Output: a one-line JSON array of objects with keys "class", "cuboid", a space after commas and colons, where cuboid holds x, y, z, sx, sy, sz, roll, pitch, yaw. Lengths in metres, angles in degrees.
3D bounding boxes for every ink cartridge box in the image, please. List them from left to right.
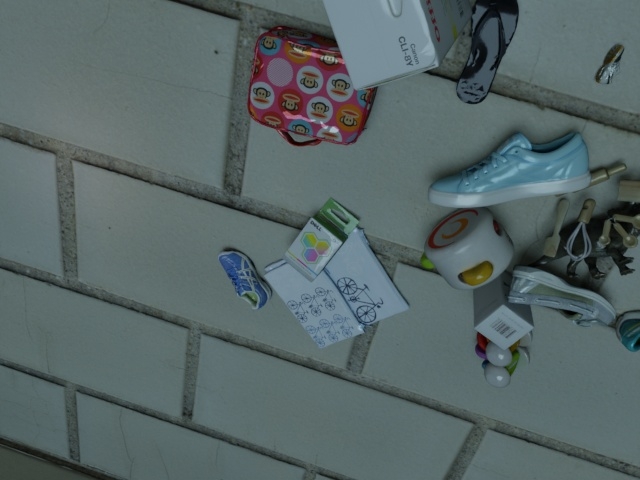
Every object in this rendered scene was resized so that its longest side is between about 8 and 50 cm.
[{"class": "ink cartridge box", "cuboid": [0.000, 0.000, 1.464, 0.109, 0.062, 0.209, 40, 113, 4]}, {"class": "ink cartridge box", "cuboid": [0.139, -0.477, 0.982, 0.160, 0.385, 0.279, -11, 117, 30]}]

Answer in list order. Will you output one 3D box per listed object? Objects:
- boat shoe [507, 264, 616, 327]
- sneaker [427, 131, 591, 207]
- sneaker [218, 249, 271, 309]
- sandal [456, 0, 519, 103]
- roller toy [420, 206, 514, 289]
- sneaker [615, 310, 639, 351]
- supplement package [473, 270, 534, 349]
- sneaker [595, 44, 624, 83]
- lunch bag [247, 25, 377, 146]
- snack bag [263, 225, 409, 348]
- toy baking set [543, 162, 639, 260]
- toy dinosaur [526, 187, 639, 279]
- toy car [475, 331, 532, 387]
[{"class": "boat shoe", "cuboid": [0.605, 0.157, 1.355, 0.320, 0.118, 0.103, 23, 84, -22]}, {"class": "sneaker", "cuboid": [0.427, -0.175, 1.254, 0.365, 0.135, 0.150, -9, 109, 9]}, {"class": "sneaker", "cuboid": [-0.228, 0.116, 1.602, 0.080, 0.081, 0.211, -34, 105, 30]}, {"class": "sandal", "cuboid": [0.362, -0.417, 1.163, 0.097, 0.054, 0.255, 10, 121, 8]}, {"class": "roller toy", "cuboid": [0.371, 0.022, 1.330, 0.146, 0.191, 0.209, 49, 163, -16]}, {"class": "sneaker", "cuboid": [0.910, 0.245, 1.372, 0.275, 0.110, 0.107, -8, 117, 17]}, {"class": "supplement package", "cuboid": [0.471, 0.173, 1.400, 0.105, 0.179, 0.105, 35, 122, -7]}, {"class": "sneaker", "cuboid": [0.621, -0.372, 1.143, 0.037, 0.032, 0.083, 13, 127, -9]}, {"class": "lunch bag", "cuboid": [-0.021, -0.341, 1.265, 0.293, 0.120, 0.258, 17, 122, 4]}, {"class": "snack bag", "cuboid": [0.050, 0.149, 1.578, 0.342, 0.037, 0.323, -25, 110, 25]}, {"class": "toy baking set", "cuboid": [0.627, -0.061, 1.244, 0.256, 0.197, 0.030, -20, 157, 35]}, {"class": "toy dinosaur", "cuboid": [0.659, 0.006, 1.299, 0.313, 0.160, 0.121, -24, 146, 37]}, {"class": "toy car", "cuboid": [0.498, 0.306, 1.507, 0.136, 0.159, 0.182, 23, 131, 42]}]
